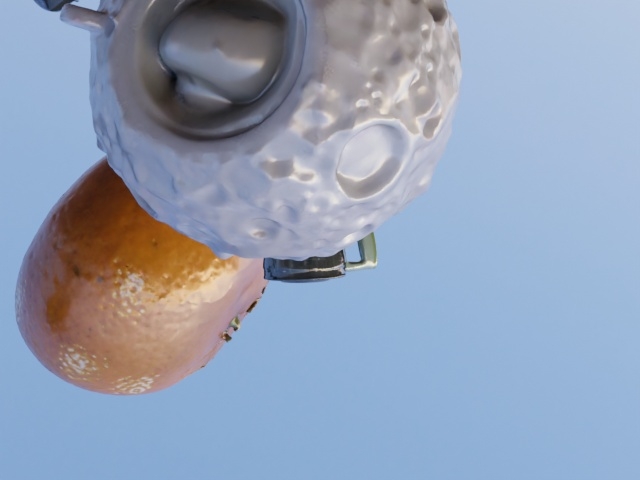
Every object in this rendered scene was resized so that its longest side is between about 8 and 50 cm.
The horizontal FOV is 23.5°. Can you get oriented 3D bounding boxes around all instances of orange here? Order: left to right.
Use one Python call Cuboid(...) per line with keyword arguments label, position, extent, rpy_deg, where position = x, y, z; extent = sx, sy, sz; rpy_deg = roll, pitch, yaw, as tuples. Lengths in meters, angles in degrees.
Cuboid(label="orange", position=(-0.260, 0.047, 2.343), extent=(0.326, 0.424, 0.424), rpy_deg=(39, -154, 1))

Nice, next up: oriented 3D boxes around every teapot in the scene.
Cuboid(label="teapot", position=(-0.007, 0.000, 1.725), extent=(0.092, 0.091, 0.124), rpy_deg=(2, -174, 43))

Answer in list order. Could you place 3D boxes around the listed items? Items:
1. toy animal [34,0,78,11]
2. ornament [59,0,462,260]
Cuboid(label="toy animal", position=(-0.359, -0.358, 1.799), extent=(0.245, 0.114, 0.146), rpy_deg=(24, -159, -50))
Cuboid(label="ornament", position=(-0.036, -0.147, 1.381), extent=(0.337, 0.337, 0.337), rpy_deg=(13, -156, -6))
